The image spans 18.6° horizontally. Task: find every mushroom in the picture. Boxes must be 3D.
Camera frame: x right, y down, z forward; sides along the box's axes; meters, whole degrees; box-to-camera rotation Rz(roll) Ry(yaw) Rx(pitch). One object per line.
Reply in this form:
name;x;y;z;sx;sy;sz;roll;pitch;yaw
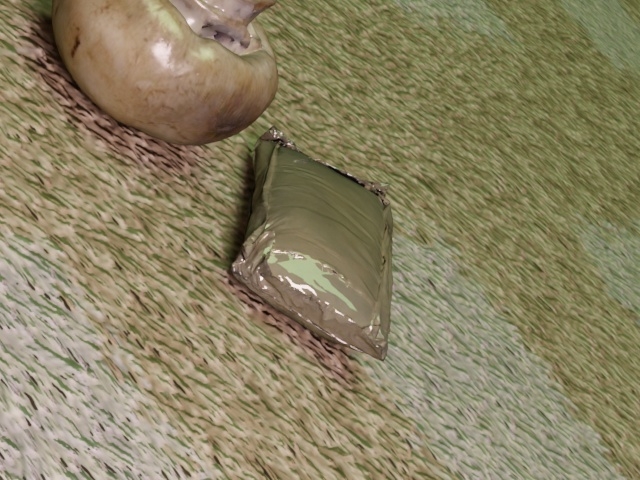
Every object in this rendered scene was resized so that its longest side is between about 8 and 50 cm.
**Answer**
mushroom;-0.099;-0.141;1.291;0.166;0.127;0.166;38;18;-14

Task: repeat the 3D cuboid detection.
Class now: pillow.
pillow;0.000;0.000;1.317;0.119;0.053;0.208;35;25;-14
